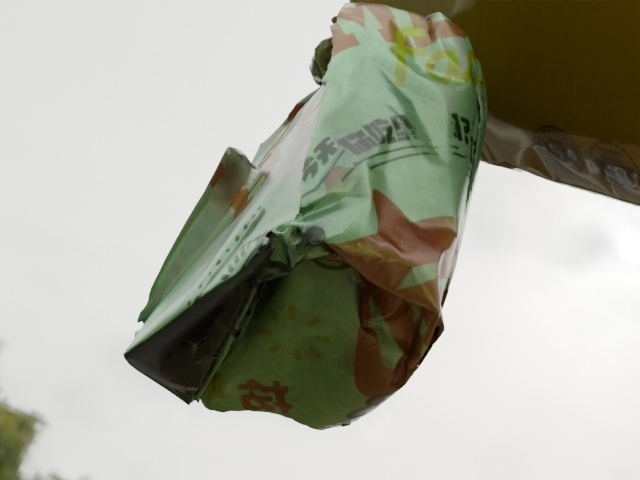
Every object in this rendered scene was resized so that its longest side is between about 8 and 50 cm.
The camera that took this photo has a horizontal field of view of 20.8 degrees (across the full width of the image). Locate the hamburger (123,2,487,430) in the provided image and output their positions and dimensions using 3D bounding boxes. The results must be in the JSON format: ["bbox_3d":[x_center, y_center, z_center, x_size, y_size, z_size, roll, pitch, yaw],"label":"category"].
[{"bbox_3d":[-0.003,0.001,0.884,0.125,0.214,0.235,29,-48,-5],"label":"hamburger"}]

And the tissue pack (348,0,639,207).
[{"bbox_3d":[0.139,-0.131,0.943,0.271,0.134,0.192,19,-56,43],"label":"tissue pack"}]
